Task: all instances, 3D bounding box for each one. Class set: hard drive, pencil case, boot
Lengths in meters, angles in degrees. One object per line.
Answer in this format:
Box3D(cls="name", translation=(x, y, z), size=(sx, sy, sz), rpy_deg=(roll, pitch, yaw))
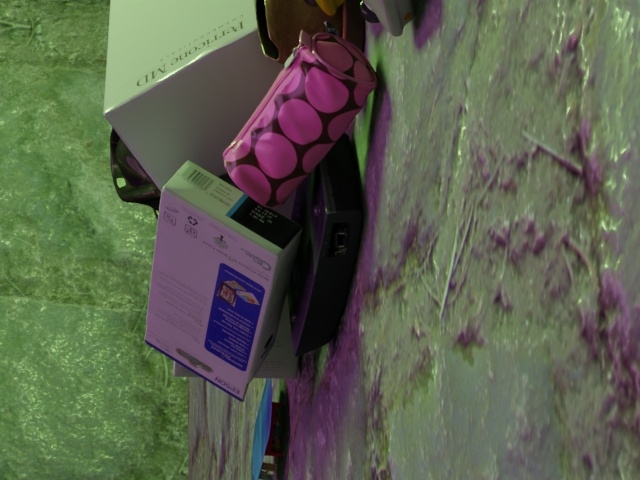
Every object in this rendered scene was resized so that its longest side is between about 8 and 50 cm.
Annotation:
Box3D(cls="hard drive", translation=(0.000, 0.000, 1.641), size=(0.254, 0.054, 0.172), rpy_deg=(103, 165, -46))
Box3D(cls="pencil case", translation=(-0.029, -0.131, 1.515), size=(0.209, 0.098, 0.095), rpy_deg=(-53, 31, 32))
Box3D(cls="boot", translation=(-0.017, -0.336, 1.622), size=(0.112, 0.115, 0.305), rpy_deg=(109, 161, -63))

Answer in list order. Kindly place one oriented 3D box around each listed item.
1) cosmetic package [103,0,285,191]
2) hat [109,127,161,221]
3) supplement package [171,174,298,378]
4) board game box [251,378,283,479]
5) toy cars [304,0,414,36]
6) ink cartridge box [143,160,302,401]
Box3D(cls="cosmetic package", translation=(-0.149, -0.275, 1.855), size=(0.161, 0.230, 0.453), rpy_deg=(55, -166, -33))
Box3D(cls="hat", translation=(-0.233, -0.120, 2.060), size=(0.331, 0.134, 0.331), rpy_deg=(15, 109, 50))
Box3D(cls="supplement package", translation=(-0.111, 0.021, 1.908), size=(0.177, 0.175, 0.293), rpy_deg=(-106, 21, -62))
Box3D(cls="board game box", translation=(-0.073, 0.286, 2.069), size=(0.133, 0.033, 0.168), rpy_deg=(-94, 16, -54))
Box3D(cls="toy cars", translation=(0.012, -0.318, 1.431), size=(0.176, 0.087, 0.394), rpy_deg=(56, 174, -22))
Box3D(cls="ink cartridge box", translation=(-0.127, 0.058, 1.716), size=(0.065, 0.165, 0.332), rpy_deg=(-53, -12, -37))
